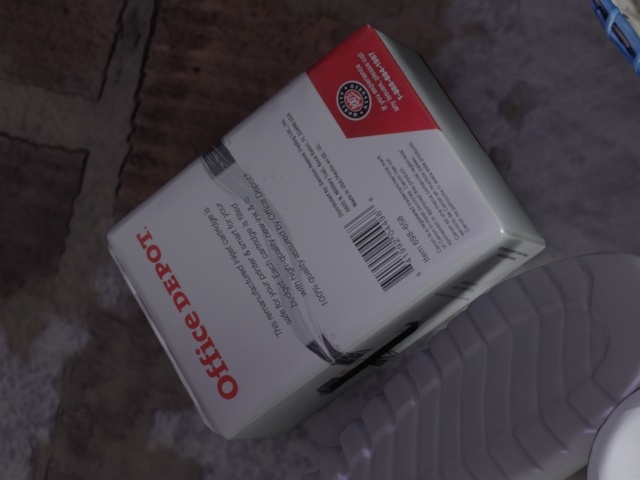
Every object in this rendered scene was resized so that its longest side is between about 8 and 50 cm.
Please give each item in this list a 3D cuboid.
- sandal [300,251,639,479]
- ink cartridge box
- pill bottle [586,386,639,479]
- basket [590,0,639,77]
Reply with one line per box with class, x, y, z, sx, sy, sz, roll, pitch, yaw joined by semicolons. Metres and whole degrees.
sandal;0.116;0.151;1.224;0.416;0.102;0.169;-40;41;31
ink cartridge box;0.000;0.000;1.290;0.273;0.114;0.197;-37;71;16
pill bottle;0.263;0.153;1.075;0.130;0.246;0.130;-3;83;24
basket;0.280;-0.173;1.083;0.201;0.289;0.254;-43;71;23
